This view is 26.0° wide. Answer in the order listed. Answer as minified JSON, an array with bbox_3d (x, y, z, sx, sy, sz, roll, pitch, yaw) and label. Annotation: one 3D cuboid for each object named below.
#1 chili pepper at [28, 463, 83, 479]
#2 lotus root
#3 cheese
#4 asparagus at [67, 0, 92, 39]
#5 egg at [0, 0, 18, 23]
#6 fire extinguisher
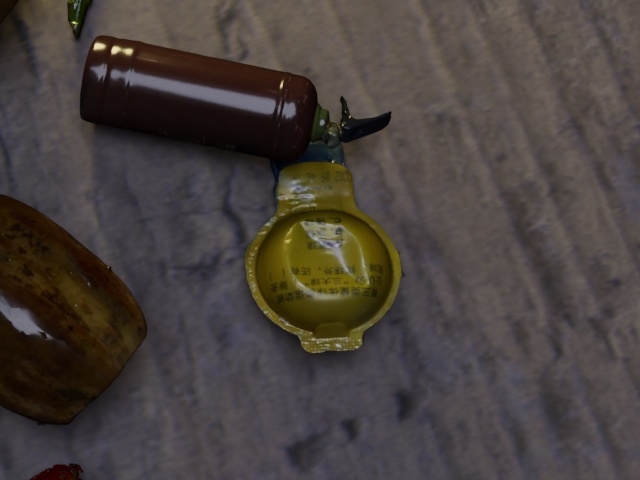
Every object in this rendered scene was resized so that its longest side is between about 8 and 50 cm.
[{"bbox_3d":[-0.378,0.375,1.409,0.110,0.110,0.387,44,70,6],"label":"chili pepper"},{"bbox_3d":[-0.331,0.067,1.466,0.291,0.193,0.193,40,75,3],"label":"lotus root"},{"bbox_3d":[0.000,0.000,1.559,0.177,0.069,0.270,-5,65,-6],"label":"cheese"},{"bbox_3d":[-0.280,-0.286,1.628,0.021,0.025,0.108,0,73,39],"label":"asparagus"},{"bbox_3d":[-0.441,-0.361,1.502,0.283,0.282,0.351,7,64,-4],"label":"egg"},{"bbox_3d":[-0.090,-0.158,1.578,0.344,0.138,0.102,11,118,0],"label":"fire extinguisher"}]
